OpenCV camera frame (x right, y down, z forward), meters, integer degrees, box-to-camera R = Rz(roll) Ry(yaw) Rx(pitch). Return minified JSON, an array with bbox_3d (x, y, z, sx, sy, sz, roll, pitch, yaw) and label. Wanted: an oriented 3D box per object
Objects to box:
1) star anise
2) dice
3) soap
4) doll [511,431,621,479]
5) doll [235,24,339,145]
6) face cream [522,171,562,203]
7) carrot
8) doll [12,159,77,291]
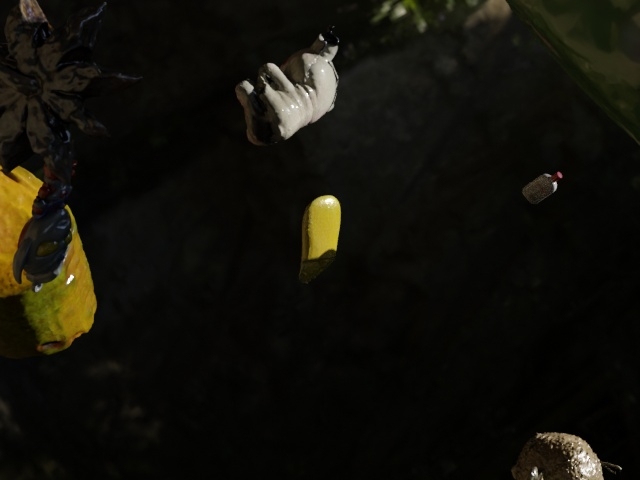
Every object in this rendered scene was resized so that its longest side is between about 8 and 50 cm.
[{"bbox_3d":[-0.331,-0.171,1.421,0.081,0.262,0.230,-17,95,-68],"label":"star anise"},{"bbox_3d":[0.420,-0.293,1.438,0.318,0.322,0.330,52,14,28],"label":"dice"},{"bbox_3d":[0.000,0.000,2.262,0.033,0.089,0.169,26,-60,47],"label":"soap"},{"bbox_3d":[0.303,0.301,1.606,0.221,0.115,0.105,23,37,-56],"label":"doll"},{"bbox_3d":[-0.042,-0.219,1.864,0.095,0.192,0.149,31,-33,30],"label":"doll"},{"bbox_3d":[0.410,-0.100,2.283,0.040,0.021,0.083,48,-48,-4],"label":"face cream"},{"bbox_3d":[-0.518,0.040,2.104,0.241,0.241,0.341,47,-21,38],"label":"carrot"},{"bbox_3d":[-0.349,-0.016,1.592,0.104,0.062,0.195,-82,-171,-63],"label":"doll"}]
